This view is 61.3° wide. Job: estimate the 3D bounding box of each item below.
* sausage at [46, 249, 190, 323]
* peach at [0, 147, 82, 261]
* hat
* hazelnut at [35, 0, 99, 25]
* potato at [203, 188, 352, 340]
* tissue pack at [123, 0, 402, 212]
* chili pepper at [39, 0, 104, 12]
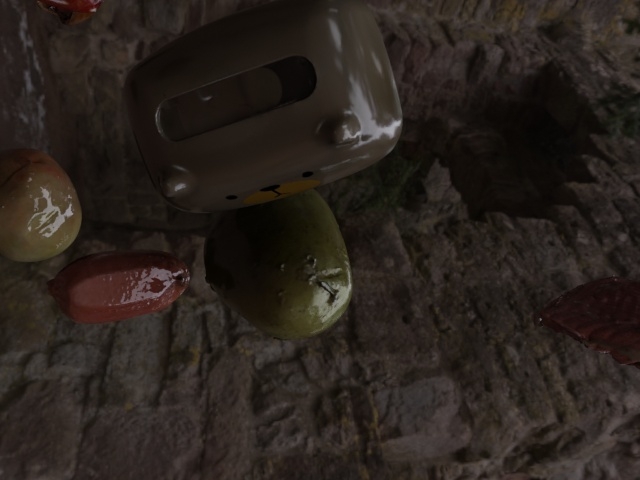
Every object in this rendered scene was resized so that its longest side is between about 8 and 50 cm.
[{"bbox_3d":[-0.390,0.087,1.052,0.148,0.254,0.148,10,-78,56],"label":"sausage"},{"bbox_3d":[-0.739,-0.094,1.359,0.292,0.247,0.292,3,-85,38],"label":"peach"},{"bbox_3d":[0.419,0.107,0.671,0.237,0.286,0.107,25,-62,32],"label":"hat"},{"bbox_3d":[-0.295,-0.297,0.629,0.086,0.086,0.086,-179,-90,-75],"label":"hazelnut"},{"bbox_3d":[-0.081,0.039,0.966,0.270,0.219,0.359,-46,-146,15],"label":"potato"},{"bbox_3d":[-0.084,-0.194,0.794,0.277,0.387,0.267,-50,125,-75],"label":"tissue pack"},{"bbox_3d":[-0.238,-0.218,0.410,0.088,0.169,0.065,-63,176,-9],"label":"chili pepper"}]
